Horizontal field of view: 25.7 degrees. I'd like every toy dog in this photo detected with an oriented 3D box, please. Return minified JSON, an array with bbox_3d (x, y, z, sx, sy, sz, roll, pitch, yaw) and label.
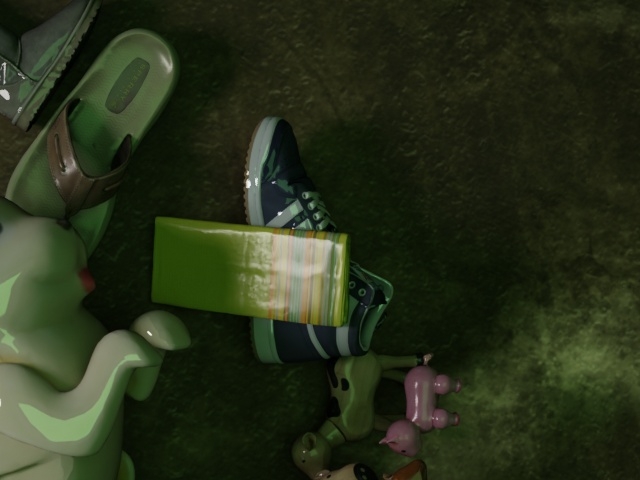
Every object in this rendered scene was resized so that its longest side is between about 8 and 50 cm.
[{"bbox_3d":[-0.317,0.153,1.442,0.395,0.284,0.408,-5,99,21],"label":"toy dog"}]

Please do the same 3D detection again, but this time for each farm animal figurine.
[{"bbox_3d":[0.043,0.291,1.557,0.172,0.330,0.327,8,115,-18],"label":"farm animal figurine"}]

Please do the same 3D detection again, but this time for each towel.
[{"bbox_3d":[-0.078,0.032,1.553,0.237,0.021,0.102,6,94,22],"label":"towel"}]

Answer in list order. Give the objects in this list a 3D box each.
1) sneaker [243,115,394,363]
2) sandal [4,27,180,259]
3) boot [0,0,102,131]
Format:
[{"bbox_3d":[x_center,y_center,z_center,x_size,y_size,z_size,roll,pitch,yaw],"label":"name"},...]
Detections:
[{"bbox_3d":[0.000,0.000,1.579,0.153,0.099,0.282,0,95,20],"label":"sneaker"},{"bbox_3d":[-0.256,-0.101,1.544,0.120,0.086,0.303,27,88,-12],"label":"sandal"},{"bbox_3d":[-0.368,-0.241,1.538,0.208,0.076,0.190,33,78,-5],"label":"boot"}]
